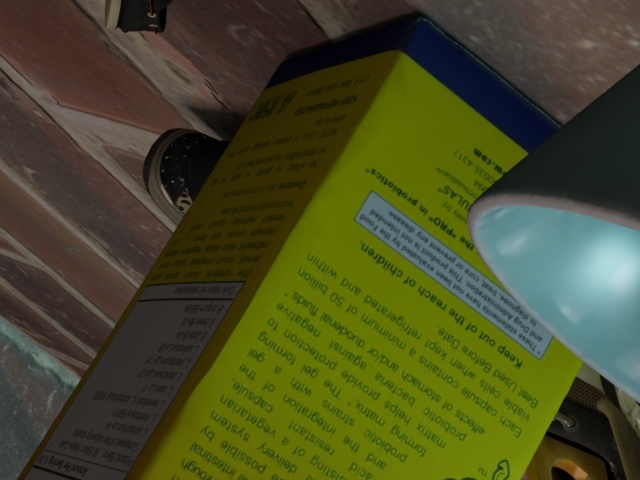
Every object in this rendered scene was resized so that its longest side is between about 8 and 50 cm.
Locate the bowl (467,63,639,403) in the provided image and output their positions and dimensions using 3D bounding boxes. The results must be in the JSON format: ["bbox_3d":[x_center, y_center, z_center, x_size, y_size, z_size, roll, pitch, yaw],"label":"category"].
[{"bbox_3d":[0.227,0.006,0.635,0.311,0.163,0.311,31,171,5],"label":"bowl"}]

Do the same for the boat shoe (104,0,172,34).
[{"bbox_3d":[-0.101,-0.161,0.995,0.042,0.049,0.133,5,160,-9],"label":"boat shoe"}]

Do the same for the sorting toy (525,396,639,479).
[{"bbox_3d":[0.271,0.185,1.070,0.348,0.196,0.047,15,136,-37],"label":"sorting toy"}]

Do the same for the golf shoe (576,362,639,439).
[{"bbox_3d":[0.214,0.085,1.000,0.273,0.120,0.105,19,144,35],"label":"golf shoe"}]

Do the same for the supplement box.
[{"bbox_3d":[-0.002,0.081,0.970,0.195,0.356,0.194,37,164,-19],"label":"supplement box"}]

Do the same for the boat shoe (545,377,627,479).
[{"bbox_3d":[0.205,0.145,1.210,0.355,0.130,0.132,37,164,-21],"label":"boat shoe"}]

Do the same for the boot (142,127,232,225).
[{"bbox_3d":[-0.002,0.001,1.236,0.236,0.085,0.178,39,160,-27],"label":"boot"}]
